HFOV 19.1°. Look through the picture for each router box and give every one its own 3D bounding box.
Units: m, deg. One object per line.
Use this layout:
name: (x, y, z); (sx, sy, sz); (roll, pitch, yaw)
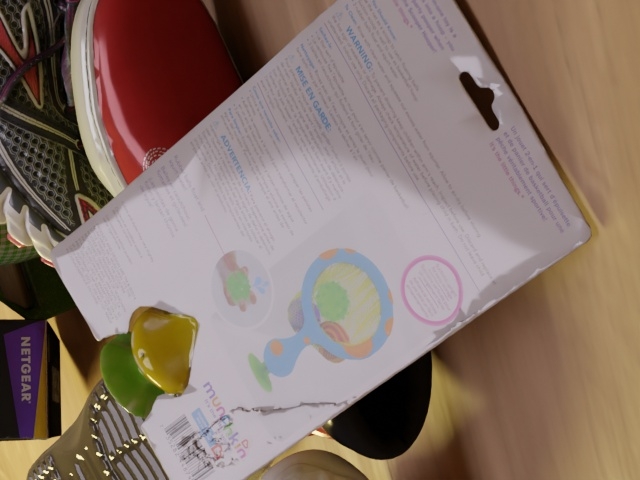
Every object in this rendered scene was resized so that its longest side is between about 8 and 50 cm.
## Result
router box: (-0.305, 0.102, 1.323); (0.309, 0.243, 0.081); (141, 128, -81)

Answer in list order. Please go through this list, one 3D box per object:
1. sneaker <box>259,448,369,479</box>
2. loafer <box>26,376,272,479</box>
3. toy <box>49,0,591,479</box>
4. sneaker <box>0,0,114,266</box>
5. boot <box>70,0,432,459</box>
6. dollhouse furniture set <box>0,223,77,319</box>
sneaker: (0.004, 0.167, 0.941); (0.232, 0.090, 0.115); (71, 171, -45)
loafer: (-0.096, 0.126, 1.170); (0.268, 0.092, 0.102); (-33, 82, 52)
toy: (0.000, 0.000, 0.792); (0.237, 0.056, 0.137); (-37, 76, 30)
sneaker: (-0.157, -0.115, 1.050); (0.112, 0.121, 0.299); (-23, 98, 39)
boot: (-0.025, -0.018, 0.881); (0.176, 0.088, 0.244); (2, 114, 59)
dollhouse furniture set: (-0.248, 0.022, 1.269); (0.301, 0.197, 0.151); (23, 131, 61)
